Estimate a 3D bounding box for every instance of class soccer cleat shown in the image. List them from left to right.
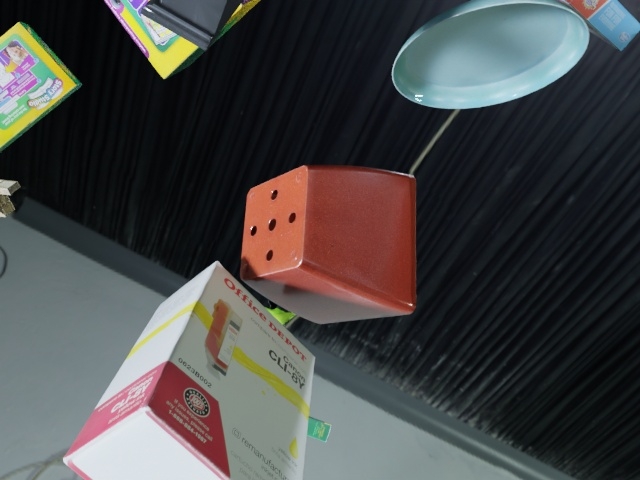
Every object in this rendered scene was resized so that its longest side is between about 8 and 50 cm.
[{"bbox_3d":[-0.079,0.154,1.342,0.072,0.060,0.179,51,32,5],"label":"soccer cleat"}]

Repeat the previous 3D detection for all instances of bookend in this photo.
[{"bbox_3d":[-0.093,-0.298,0.541,0.072,0.156,0.157,27,49,-11],"label":"bookend"}]

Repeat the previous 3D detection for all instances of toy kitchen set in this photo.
[{"bbox_3d":[-0.729,-0.086,1.284,0.075,0.083,0.068,6,39,19],"label":"toy kitchen set"}]

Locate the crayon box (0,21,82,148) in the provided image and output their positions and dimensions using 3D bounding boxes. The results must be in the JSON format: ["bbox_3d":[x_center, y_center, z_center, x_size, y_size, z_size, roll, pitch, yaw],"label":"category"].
[{"bbox_3d":[-0.692,-0.319,1.225,0.165,0.278,0.081,51,-3,-21],"label":"crayon box"}]

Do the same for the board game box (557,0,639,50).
[{"bbox_3d":[0.536,-0.567,1.254,0.242,0.064,0.317,14,35,-39],"label":"board game box"}]

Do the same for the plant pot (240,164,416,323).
[{"bbox_3d":[0.000,0.000,1.046,0.235,0.267,0.268,16,69,-39],"label":"plant pot"}]

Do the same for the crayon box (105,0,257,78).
[{"bbox_3d":[-0.326,-0.566,1.135,0.363,0.313,0.106,55,46,-15],"label":"crayon box"}]

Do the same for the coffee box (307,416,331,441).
[{"bbox_3d":[-0.069,0.398,1.245,0.184,0.113,0.041,18,72,5],"label":"coffee box"}]

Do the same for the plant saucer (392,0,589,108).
[{"bbox_3d":[0.278,-0.315,0.946,0.317,0.317,0.044,4,73,-29],"label":"plant saucer"}]

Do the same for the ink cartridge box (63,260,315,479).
[{"bbox_3d":[-0.162,0.247,0.871,0.279,0.160,0.385,48,19,-17],"label":"ink cartridge box"}]
